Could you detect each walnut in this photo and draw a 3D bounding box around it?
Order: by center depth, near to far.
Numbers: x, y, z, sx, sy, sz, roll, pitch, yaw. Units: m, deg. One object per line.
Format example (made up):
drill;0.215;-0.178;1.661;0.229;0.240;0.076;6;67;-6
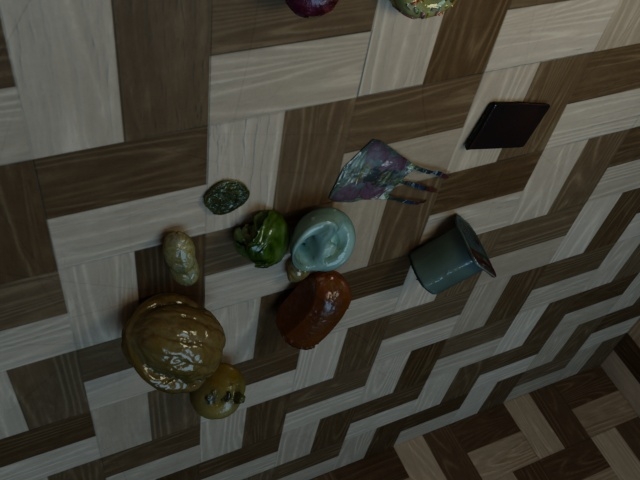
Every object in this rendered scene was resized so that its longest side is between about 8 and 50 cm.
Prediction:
walnut;-0.366;0.252;1.787;0.257;0.257;0.224;7;165;-43

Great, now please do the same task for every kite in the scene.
kite;0.190;-0.154;1.840;0.360;0.022;0.204;5;135;-40

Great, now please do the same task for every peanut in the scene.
peanut;-0.317;0.046;1.668;0.080;0.080;0.174;-21;146;-12

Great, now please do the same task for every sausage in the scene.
sausage;-0.017;0.189;2.024;0.141;0.153;0.268;5;134;-41

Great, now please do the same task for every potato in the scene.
potato;-0.061;0.079;1.936;0.068;0.062;0.083;7;157;-22

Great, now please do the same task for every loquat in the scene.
loquat;-0.296;0.444;2.142;0.172;0.204;0.149;-44;123;-32

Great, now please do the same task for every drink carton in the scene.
drink carton;0.381;0.053;2.136;0.189;0.191;0.185;-33;151;25

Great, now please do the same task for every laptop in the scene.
laptop;0.479;-0.295;1.866;0.207;0.026;0.154;-7;139;-32

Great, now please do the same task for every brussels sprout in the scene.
brussels sprout;-0.128;0.000;1.745;0.139;0.100;0.181;-46;138;-9

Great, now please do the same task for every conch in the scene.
conch;-0.004;-0.001;1.789;0.185;0.121;0.221;-54;151;-14

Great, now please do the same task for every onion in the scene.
onion;-0.014;-0.431;1.237;0.107;0.097;0.107;-8;119;-14

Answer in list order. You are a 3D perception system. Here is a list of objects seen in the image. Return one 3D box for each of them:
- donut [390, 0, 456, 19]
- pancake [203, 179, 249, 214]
donut;0.182;-0.469;1.359;0.108;0.065;0.166;-36;147;12
pancake;-0.208;-0.096;1.614;0.108;0.017;0.108;-21;143;-16
